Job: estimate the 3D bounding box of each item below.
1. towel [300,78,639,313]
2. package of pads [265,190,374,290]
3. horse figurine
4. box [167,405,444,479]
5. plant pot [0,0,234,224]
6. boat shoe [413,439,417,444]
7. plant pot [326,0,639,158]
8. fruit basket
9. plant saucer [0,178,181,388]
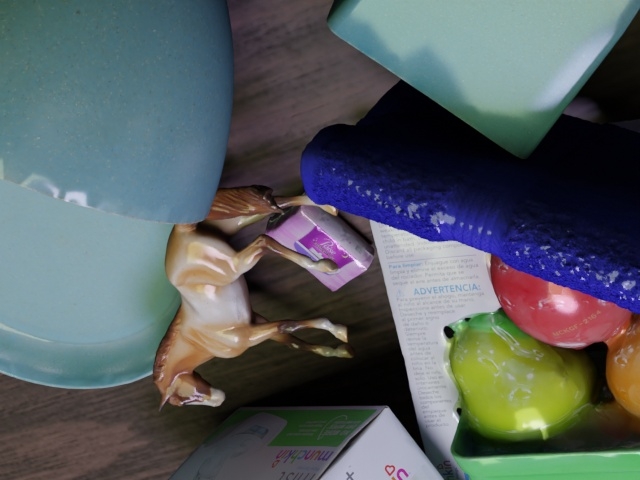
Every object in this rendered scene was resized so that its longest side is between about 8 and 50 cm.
[{"bbox_3d":[0.160,-0.024,1.217,0.308,0.228,0.076,20,117,19],"label":"towel"},{"bbox_3d":[0.000,0.000,1.471,0.083,0.032,0.050,41,130,-17],"label":"package of pads"},{"bbox_3d":[-0.066,0.038,1.456,0.175,0.066,0.263,0,135,8],"label":"horse figurine"},{"bbox_3d":[0.015,0.268,1.540,0.231,0.127,0.262,53,153,-15],"label":"box"},{"bbox_3d":[-0.179,-0.159,1.264,0.290,0.290,0.195,23,101,-2],"label":"plant pot"},{"bbox_3d":[0.078,0.270,1.649,0.075,0.065,0.206,-5,127,21],"label":"boat shoe"},{"bbox_3d":[0.147,-0.215,1.169,0.165,0.165,0.234,33,122,-11],"label":"plant pot"},{"bbox_3d":[0.219,0.065,1.406,0.327,0.165,0.353,-6,110,19],"label":"fruit basket"},{"bbox_3d":[-0.249,0.001,1.544,0.318,0.043,0.317,8,131,10],"label":"plant saucer"}]
